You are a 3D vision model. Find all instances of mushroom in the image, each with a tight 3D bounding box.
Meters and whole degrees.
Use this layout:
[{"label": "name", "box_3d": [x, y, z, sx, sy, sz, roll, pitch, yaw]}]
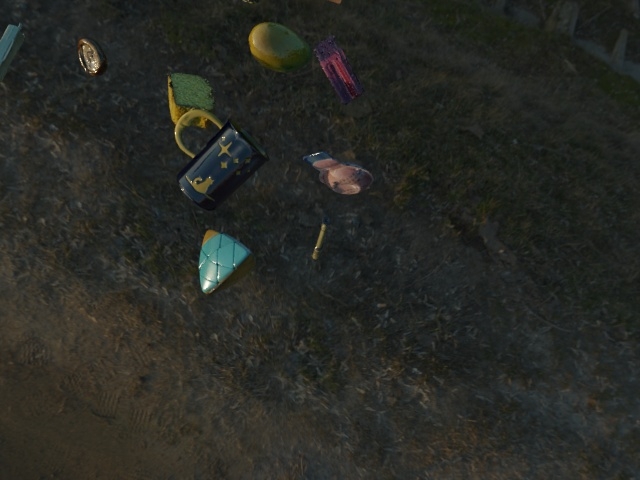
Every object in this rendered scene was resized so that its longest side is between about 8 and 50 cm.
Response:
[{"label": "mushroom", "box_3d": [-0.751, -0.607, 1.543, 0.123, 0.123, 0.052, 40, 44, 7]}]

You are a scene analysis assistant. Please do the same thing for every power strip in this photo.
[{"label": "power strip", "box_3d": [-0.797, -0.478, 1.184, 0.030, 0.047, 0.191, 16, 69, -14]}]

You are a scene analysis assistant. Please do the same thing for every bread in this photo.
[{"label": "bread", "box_3d": [-0.460, -0.479, 1.657, 0.160, 0.147, 0.260, -3, 46, -28]}]

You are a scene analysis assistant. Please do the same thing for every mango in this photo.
[{"label": "mango", "box_3d": [-0.115, -0.558, 1.358, 0.195, 0.092, 0.130, -3, 117, -30]}]

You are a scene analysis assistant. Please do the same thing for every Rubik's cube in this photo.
[{"label": "Rubik's cube", "box_3d": [-0.351, 0.045, 1.750, 0.255, 0.254, 0.254, 1, 74, -5]}]

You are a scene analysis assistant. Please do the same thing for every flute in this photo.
[{"label": "flute", "box_3d": [0.000, 0.000, 1.377, 0.027, 0.233, 0.027, 4, 61, -7]}]

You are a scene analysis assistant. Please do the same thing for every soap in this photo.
[{"label": "soap", "box_3d": [0.076, -0.659, 1.809, 0.099, 0.162, 0.250, -27, 101, 17]}]

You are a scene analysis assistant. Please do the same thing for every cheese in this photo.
[{"label": "cheese", "box_3d": [0.063, -0.217, 1.520, 0.189, 0.286, 0.074, -11, 66, 38]}]

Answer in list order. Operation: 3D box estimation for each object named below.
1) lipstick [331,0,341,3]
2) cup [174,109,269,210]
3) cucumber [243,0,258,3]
[{"label": "lipstick", "box_3d": [0.053, -0.714, 1.241, 0.045, 0.045, 0.145, 14, 90, -8]}, {"label": "cup", "box_3d": [-0.336, -0.261, 1.472, 0.256, 0.178, 0.255, -41, 79, 9]}, {"label": "cucumber", "box_3d": [-0.271, -1.098, 1.848, 0.072, 0.300, 0.072, 7, 34, -5]}]
